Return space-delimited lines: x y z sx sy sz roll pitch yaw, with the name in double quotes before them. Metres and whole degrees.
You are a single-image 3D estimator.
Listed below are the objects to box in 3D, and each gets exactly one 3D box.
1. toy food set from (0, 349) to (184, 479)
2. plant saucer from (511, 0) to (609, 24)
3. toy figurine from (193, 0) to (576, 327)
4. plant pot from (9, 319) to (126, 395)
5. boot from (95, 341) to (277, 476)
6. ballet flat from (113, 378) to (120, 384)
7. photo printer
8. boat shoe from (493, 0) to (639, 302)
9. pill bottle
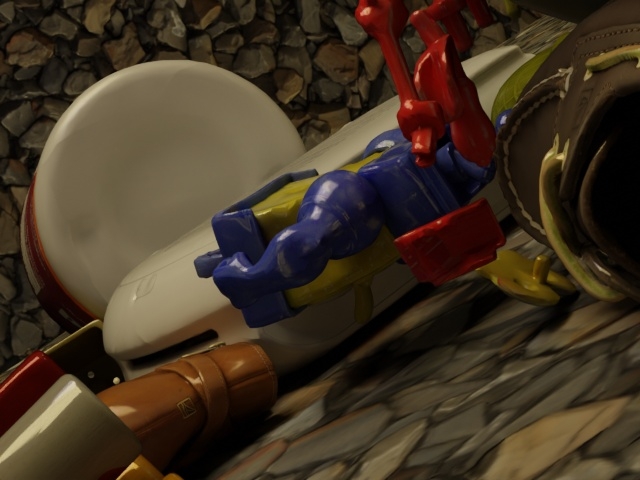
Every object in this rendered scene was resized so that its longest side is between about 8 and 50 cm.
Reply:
"toy food set" -0.108 0.118 0.600 0.104 0.111 0.232 -45 9 -11
"plant saucer" 0.175 -0.142 0.647 0.400 0.100 0.400 12 1 0
"toy figurine" 0.022 -0.049 0.842 0.217 0.191 0.362 -25 7 24
"plant pot" -0.175 0.115 1.179 0.081 0.081 0.083 -32 -5 0
"boot" -0.107 0.113 0.899 0.152 0.073 0.197 -27 4 -17
"ballet flat" -0.219 0.142 1.318 0.173 0.049 0.057 -29 7 29
"photo printer" 0.000 0.000 1.049 0.307 0.107 0.256 -36 6 -29
"boat shoe" 0.130 -0.027 0.524 0.097 0.116 0.324 -30 10 -17
"pill bottle" -0.151 -0.011 1.361 0.224 0.224 0.392 -33 2 -14
